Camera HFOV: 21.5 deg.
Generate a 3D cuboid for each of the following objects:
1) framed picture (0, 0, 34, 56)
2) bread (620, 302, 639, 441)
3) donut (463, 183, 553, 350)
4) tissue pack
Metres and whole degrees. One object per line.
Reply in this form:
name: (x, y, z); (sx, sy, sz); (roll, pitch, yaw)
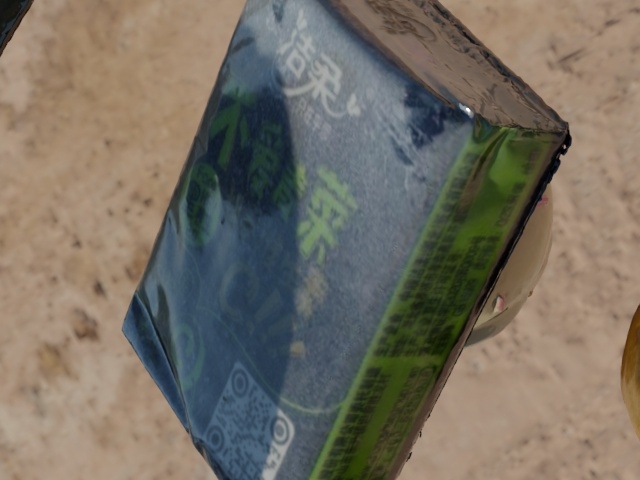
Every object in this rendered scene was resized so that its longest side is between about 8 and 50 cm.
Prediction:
framed picture: (-0.231, -0.170, 0.703); (0.265, 0.347, 0.016); (30, 165, -12)
bread: (0.362, 0.092, 1.370); (0.270, 0.148, 0.270); (-43, 35, 41)
donut: (0.094, -0.051, 1.945); (0.382, 0.382, 0.142); (46, 152, 16)
tissue pack: (0.000, 0.000, 1.297); (0.288, 0.124, 0.394); (49, 127, 41)
